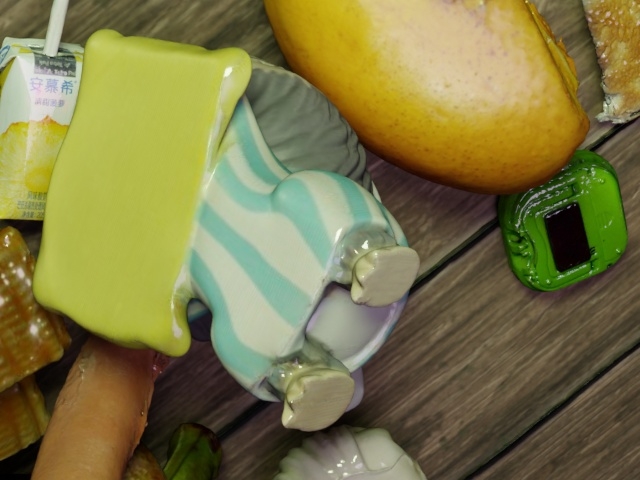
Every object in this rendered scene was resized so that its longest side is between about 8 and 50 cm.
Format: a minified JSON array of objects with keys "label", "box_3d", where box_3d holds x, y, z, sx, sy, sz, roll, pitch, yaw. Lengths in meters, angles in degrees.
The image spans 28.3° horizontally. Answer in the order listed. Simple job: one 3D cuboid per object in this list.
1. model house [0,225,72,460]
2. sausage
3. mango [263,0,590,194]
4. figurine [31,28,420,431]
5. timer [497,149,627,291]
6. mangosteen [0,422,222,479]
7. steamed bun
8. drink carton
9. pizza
[{"label":"model house","box_3d":[-0.321,0.111,1.071,0.229,0.219,0.199,-19,107,2]},{"label":"sausage","box_3d":[-0.184,0.141,1.090,0.087,0.326,0.079,-30,117,28]},{"label":"mango","box_3d":[0.088,-0.173,1.096,0.350,0.201,0.199,32,68,-21]},{"label":"figurine","box_3d":[0.000,0.000,1.070,0.378,0.361,0.266,8,113,-51]},{"label":"timer","box_3d":[0.249,-0.017,1.299,0.128,0.047,0.140,-22,119,-7]},{"label":"mangosteen","box_3d":[-0.212,0.358,1.143,0.435,0.382,0.382,-33,122,-24]},{"label":"steamed bun","box_3d":[0.026,0.266,1.322,0.183,0.106,0.182,-7,118,-13]},{"label":"drink carton","box_3d":[-0.235,-0.118,1.070,0.084,0.074,0.199,4,111,-21]},{"label":"pizza","box_3d":[0.300,-0.214,1.223,0.195,0.052,0.185,35,106,-33]}]
